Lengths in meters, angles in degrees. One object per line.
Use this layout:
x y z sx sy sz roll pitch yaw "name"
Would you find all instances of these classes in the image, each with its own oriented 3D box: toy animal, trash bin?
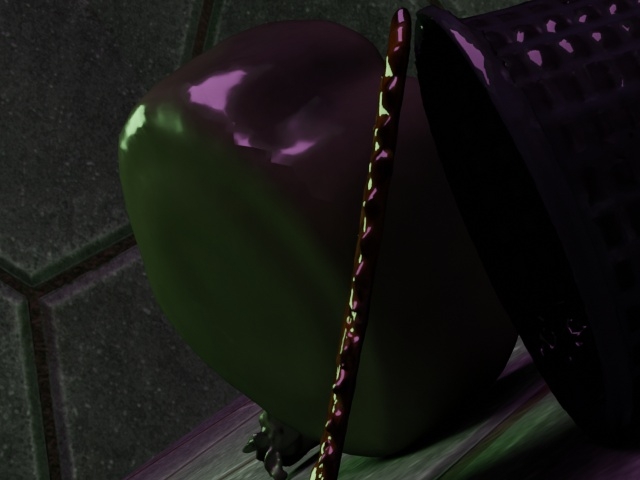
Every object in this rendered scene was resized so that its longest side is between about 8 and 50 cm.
0.016 0.112 1.194 0.176 0.073 0.217 -48 -5 -4 "toy animal"
0.138 -0.034 0.562 0.161 0.175 0.175 -22 -2 -5 "trash bin"

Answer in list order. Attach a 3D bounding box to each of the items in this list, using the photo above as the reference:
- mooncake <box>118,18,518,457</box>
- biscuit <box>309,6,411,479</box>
0.000 0.000 0.887 0.135 0.275 0.275 -36 0 -29 "mooncake"
0.012 0.035 0.612 0.013 0.232 0.237 10 -1 2 "biscuit"
